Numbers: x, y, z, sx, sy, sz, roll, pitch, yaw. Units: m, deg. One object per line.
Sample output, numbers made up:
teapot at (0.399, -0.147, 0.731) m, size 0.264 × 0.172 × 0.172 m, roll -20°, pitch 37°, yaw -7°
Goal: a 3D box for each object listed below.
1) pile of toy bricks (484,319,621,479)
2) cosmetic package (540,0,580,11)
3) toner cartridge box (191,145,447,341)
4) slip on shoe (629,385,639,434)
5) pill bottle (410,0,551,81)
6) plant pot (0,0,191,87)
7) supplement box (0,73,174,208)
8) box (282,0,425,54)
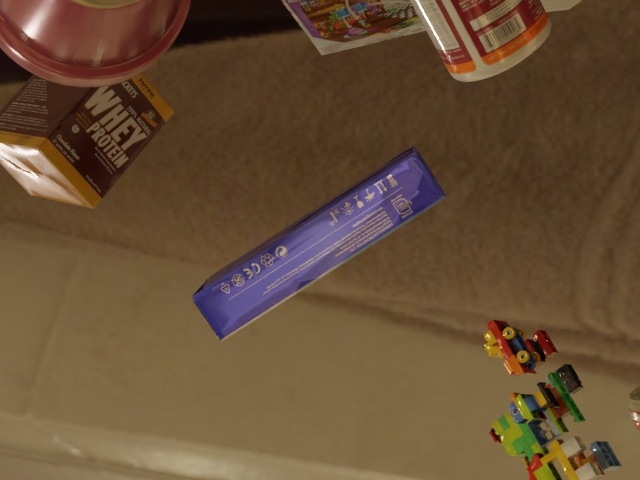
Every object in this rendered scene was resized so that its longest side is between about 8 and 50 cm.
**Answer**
pile of toy bricks at (0.233, 0.199, 1.390) m, size 0.118 × 0.105 × 0.212 m, roll 13°, pitch -137°, yaw -52°
cosmetic package at (0.312, -0.413, 1.735) m, size 0.224 × 0.225 × 0.138 m, roll -14°, pitch -100°, yaw -33°
toner cartridge box at (0.000, 0.000, 1.678) m, size 0.075 × 0.348 × 0.165 m, roll 57°, pitch -174°, yaw -3°
slip on shoe at (0.493, 0.182, 1.312) m, size 0.123 × 0.331 × 0.101 m, roll -29°, pitch -75°, yaw -64°
pill bottle at (0.142, -0.287, 1.315) m, size 0.221 × 0.121 × 0.121 m, roll 58°, pitch -140°, yaw -20°
plant pot at (-0.205, -0.248, 1.127) m, size 0.180 × 0.201 × 0.201 m, roll 170°, pitch 108°, yaw -73°
supplement box at (-0.361, -0.170, 1.854) m, size 0.194 × 0.191 × 0.129 m, roll -54°, pitch -52°, yaw -21°
box at (0.097, -0.327, 1.518) m, size 0.201 × 0.293 × 0.057 m, roll 45°, pitch -141°, yaw -58°
